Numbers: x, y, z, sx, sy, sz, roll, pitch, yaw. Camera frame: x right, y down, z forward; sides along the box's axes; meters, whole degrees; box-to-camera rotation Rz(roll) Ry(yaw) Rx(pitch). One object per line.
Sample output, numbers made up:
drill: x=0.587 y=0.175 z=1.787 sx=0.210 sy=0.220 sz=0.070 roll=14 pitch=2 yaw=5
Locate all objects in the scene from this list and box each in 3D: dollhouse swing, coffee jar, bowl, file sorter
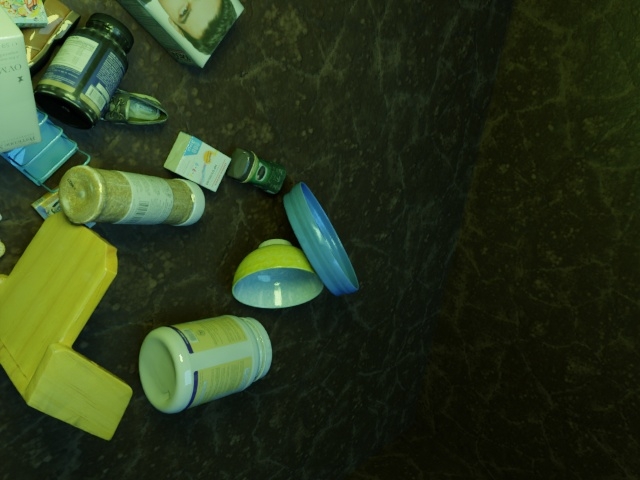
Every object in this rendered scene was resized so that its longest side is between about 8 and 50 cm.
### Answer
dollhouse swing: x=-0.516 y=0.167 z=1.073 sx=0.305 sy=0.347 sz=0.315 roll=-51 pitch=140 yaw=-18
coffee jar: x=-0.189 y=-0.204 z=1.456 sx=0.184 sy=0.079 sz=0.096 roll=17 pitch=97 yaw=-54
bowl: x=0.000 y=0.000 z=1.579 sx=0.077 sy=0.390 sz=0.391 roll=-28 pitch=139 yaw=7
bowl: x=-0.141 y=0.090 z=1.589 sx=0.289 sy=0.290 sz=0.155 roll=40 pitch=35 yaw=-51
file sorter: x=-0.578 y=-0.195 z=1.000 sx=0.118 sy=0.105 sz=0.170 roll=-51 pitch=140 yaw=-16

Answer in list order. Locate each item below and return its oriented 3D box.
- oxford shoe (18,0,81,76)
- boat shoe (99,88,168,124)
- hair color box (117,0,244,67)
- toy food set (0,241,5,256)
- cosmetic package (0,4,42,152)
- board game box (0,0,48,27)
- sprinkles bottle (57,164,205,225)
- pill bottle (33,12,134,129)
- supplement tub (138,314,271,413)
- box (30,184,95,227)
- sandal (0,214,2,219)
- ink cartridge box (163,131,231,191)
oxford shoe: x=-0.563 y=-0.380 z=0.959 sx=0.076 sy=0.076 sz=0.212 roll=37 pitch=77 yaw=-26
boat shoe: x=-0.449 y=-0.302 z=1.113 sx=0.224 sy=0.074 sz=0.080 roll=-5 pitch=114 yaw=-47
hair color box: x=-0.351 y=-0.571 z=1.047 sx=0.185 sy=0.114 sz=0.374 roll=-58 pitch=142 yaw=-8
toy food set: x=-0.711 y=0.013 z=1.028 sx=0.083 sy=0.020 sz=0.083 roll=-35 pitch=134 yaw=-32
cosmetic package: x=-0.585 y=-0.240 z=0.760 sx=0.224 sy=0.138 sz=0.224 roll=-29 pitch=161 yaw=-35
board game box: x=-0.568 y=-0.463 z=0.882 sx=0.104 sy=0.026 sz=0.153 roll=-23 pitch=104 yaw=-40
sprinkles bottle: x=-0.416 y=-0.096 z=1.142 sx=0.355 sy=0.121 sz=0.121 roll=-3 pitch=113 yaw=-69
pill bottle: x=-0.468 y=-0.346 z=1.001 sx=0.123 sy=0.123 sz=0.219 roll=46 pitch=56 yaw=-50
supplement tub: x=-0.335 y=0.353 z=1.469 sx=0.332 sy=0.241 sz=0.240 roll=-3 pitch=112 yaw=-48
box: x=-0.582 y=-0.054 z=1.134 sx=0.081 sy=0.028 sz=0.136 roll=-45 pitch=136 yaw=-23
sandal: x=-0.713 y=-0.097 z=0.902 sx=0.076 sy=0.102 sz=0.265 roll=-52 pitch=142 yaw=-17
ink cartridge box: x=-0.315 y=-0.202 z=1.330 sx=0.181 sy=0.062 sz=0.104 roll=26 pitch=89 yaw=-52
